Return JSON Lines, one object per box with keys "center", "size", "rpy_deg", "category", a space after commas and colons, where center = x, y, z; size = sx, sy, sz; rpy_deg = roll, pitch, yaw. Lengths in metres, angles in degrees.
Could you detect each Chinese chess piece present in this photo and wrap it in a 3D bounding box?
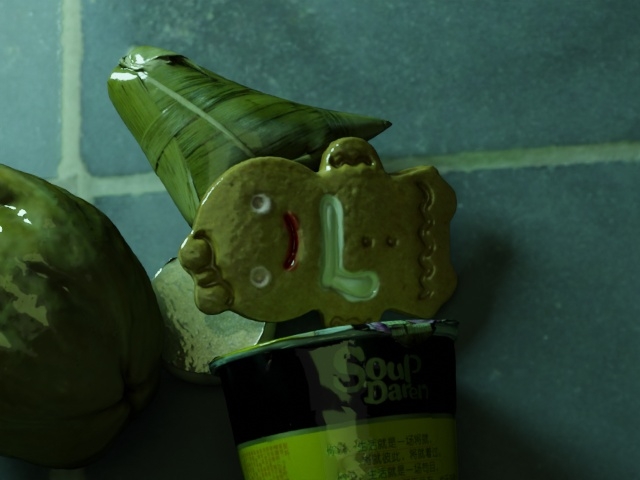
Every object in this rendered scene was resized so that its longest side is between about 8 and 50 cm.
{"center": [-0.098, 0.067, 1.500], "size": [0.122, 0.051, 0.122], "rpy_deg": [-2, 74, 5], "category": "Chinese chess piece"}

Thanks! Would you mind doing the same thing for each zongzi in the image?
{"center": [-0.072, -0.129, 1.535], "size": [0.204, 0.094, 0.205], "rpy_deg": [-32, 74, -6], "category": "zongzi"}

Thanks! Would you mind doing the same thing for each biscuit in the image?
{"center": [0.000, 0.000, 1.467], "size": [0.249, 0.035, 0.184], "rpy_deg": [3, 86, -14], "category": "biscuit"}

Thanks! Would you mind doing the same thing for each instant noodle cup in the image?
{"center": [0.028, 0.194, 1.376], "size": [0.215, 0.215, 0.236], "rpy_deg": [-10, 79, 3], "category": "instant noodle cup"}

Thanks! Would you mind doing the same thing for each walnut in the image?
{"center": [-0.258, 0.057, 1.421], "size": [0.283, 0.283, 0.227], "rpy_deg": [37, 46, 16], "category": "walnut"}
